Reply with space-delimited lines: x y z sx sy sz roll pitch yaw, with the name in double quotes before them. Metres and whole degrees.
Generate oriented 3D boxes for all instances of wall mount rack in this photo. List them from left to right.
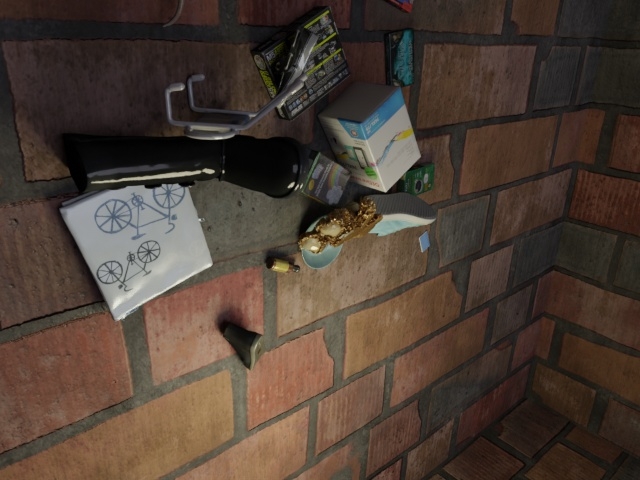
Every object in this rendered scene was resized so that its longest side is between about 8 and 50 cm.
"wall mount rack" -0.187 -0.328 1.222 0.303 0.350 0.131 2 113 0

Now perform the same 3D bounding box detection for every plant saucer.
"plant saucer" 0.000 0.000 1.772 0.194 0.037 0.195 -19 121 -36

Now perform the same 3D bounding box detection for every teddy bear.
"teddy bear" 0.061 -0.056 1.647 0.337 0.113 0.245 -26 164 -37

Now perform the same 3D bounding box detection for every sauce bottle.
"sauce bottle" -0.120 0.084 1.693 0.128 0.042 0.042 17 95 -48

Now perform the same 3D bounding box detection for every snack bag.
"snack bag" -0.449 -0.005 1.339 0.323 0.037 0.343 -32 124 -31

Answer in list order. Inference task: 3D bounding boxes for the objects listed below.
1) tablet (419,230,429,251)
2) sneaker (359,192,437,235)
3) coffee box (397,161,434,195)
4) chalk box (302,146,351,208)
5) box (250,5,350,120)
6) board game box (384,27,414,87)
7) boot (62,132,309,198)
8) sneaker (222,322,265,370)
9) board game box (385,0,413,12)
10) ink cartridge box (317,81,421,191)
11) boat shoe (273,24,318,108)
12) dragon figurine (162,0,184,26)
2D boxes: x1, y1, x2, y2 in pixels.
"tablet" 0.445 0.005 2.220 0.054 0.006 0.083 -39 130 -24
"sneaker" 0.266 -0.087 1.929 0.365 0.135 0.150 3 141 -32
"coffee box" 0.373 -0.234 2.023 0.184 0.040 0.113 -23 122 -36
"chalk box" -0.034 -0.204 1.586 0.213 0.132 0.133 24 91 -45
"box" -0.048 -0.509 1.491 0.270 0.060 0.216 -44 132 -22
"board game box" 0.272 -0.618 1.771 0.126 0.026 0.186 -28 125 -33
"boot" -0.300 -0.172 1.150 0.444 0.367 0.146 -4 103 -36
"sneaker" -0.246 0.335 1.666 0.083 0.118 0.222 -57 168 -36
"board game box" 0.209 -0.833 1.618 0.281 0.027 0.145 3 104 -44
"ink cartridge box" 0.162 -0.334 1.666 0.197 0.198 0.270 -46 132 -20
"boat shoe" -0.083 -0.464 1.389 0.070 0.078 0.220 26 93 -12
"dragon figurine" -0.329 -0.638 1.147 0.085 0.144 0.289 -20 140 -38
